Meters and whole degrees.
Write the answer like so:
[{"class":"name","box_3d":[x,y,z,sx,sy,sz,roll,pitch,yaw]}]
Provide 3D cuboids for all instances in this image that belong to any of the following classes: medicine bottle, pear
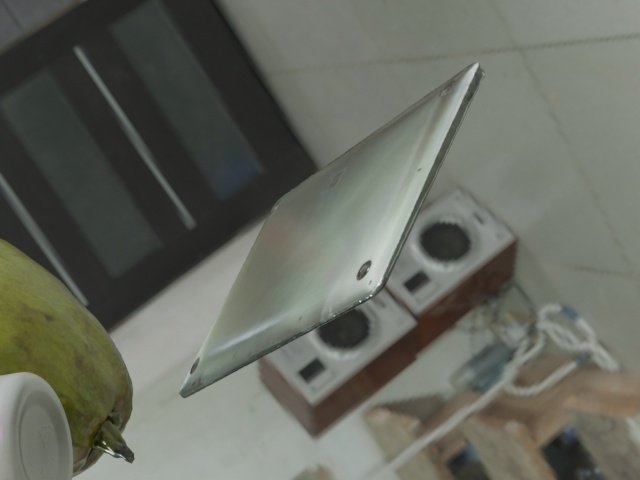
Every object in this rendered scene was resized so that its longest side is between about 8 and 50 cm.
[{"class":"medicine bottle","box_3d":[-0.269,0.150,0.927,0.103,0.186,0.103,-9,-90,-77]},{"class":"pear","box_3d":[-0.351,0.142,1.454,0.375,0.287,0.287,24,153,16]}]

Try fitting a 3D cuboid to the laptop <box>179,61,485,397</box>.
[{"class":"laptop","box_3d":[0.000,0.000,0.917,0.015,0.188,0.269,36,147,-15]}]
